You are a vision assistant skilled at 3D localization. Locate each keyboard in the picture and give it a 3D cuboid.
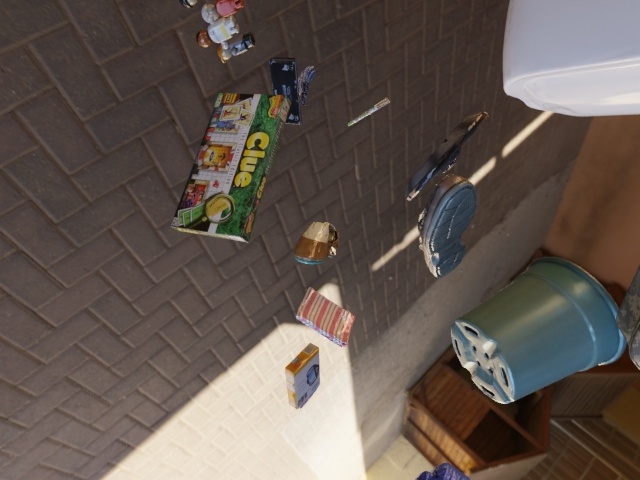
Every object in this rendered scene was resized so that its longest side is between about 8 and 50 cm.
[{"bbox_3d":[-0.079,-0.407,1.198,0.023,0.108,0.180,-57,151,-46],"label":"keyboard"}]

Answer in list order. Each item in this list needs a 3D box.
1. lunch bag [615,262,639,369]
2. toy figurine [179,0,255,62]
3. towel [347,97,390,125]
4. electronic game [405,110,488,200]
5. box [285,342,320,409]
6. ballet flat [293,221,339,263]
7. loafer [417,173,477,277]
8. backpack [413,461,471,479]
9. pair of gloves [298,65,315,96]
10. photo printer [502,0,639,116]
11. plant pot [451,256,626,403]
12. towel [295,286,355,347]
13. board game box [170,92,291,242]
[{"bbox_3d":[0.760,0.157,0.857,0.256,0.212,0.305,-66,161,-57],"label":"lunch bag"},{"bbox_3d":[-0.319,-0.684,1.358,0.148,0.210,0.213,-16,-175,15],"label":"toy figurine"},{"bbox_3d":[0.183,-0.496,1.683,0.152,0.023,0.113,-19,-164,46],"label":"towel"},{"bbox_3d":[0.256,-0.170,0.897,0.229,0.048,0.229,-47,175,-5],"label":"electronic game"},{"bbox_3d":[-0.035,0.286,0.903,0.081,0.028,0.136,-38,140,-40],"label":"box"},{"bbox_3d":[0.000,0.000,1.445,0.342,0.116,0.124,-6,114,-73],"label":"ballet flat"},{"bbox_3d":[0.198,-0.026,0.746,0.096,0.084,0.267,-32,148,-9],"label":"loafer"},{"bbox_3d":[0.222,0.476,0.813,0.120,0.101,0.098,-45,165,-34],"label":"backpack"},{"bbox_3d":[-0.092,-0.482,1.402,0.023,0.198,0.159,34,61,-31],"label":"pair of gloves"},{"bbox_3d":[0.248,-0.198,0.235,0.107,0.307,0.256,13,97,-27],"label":"photo printer"},{"bbox_3d":[0.582,0.268,1.238,0.334,0.341,0.341,-24,144,-13],"label":"plant pot"},{"bbox_3d":[0.022,0.251,1.449,0.029,0.197,0.144,-49,-169,38],"label":"towel"},{"bbox_3d":[-0.146,-0.129,0.727,0.030,0.136,0.260,55,46,-66],"label":"board game box"}]
